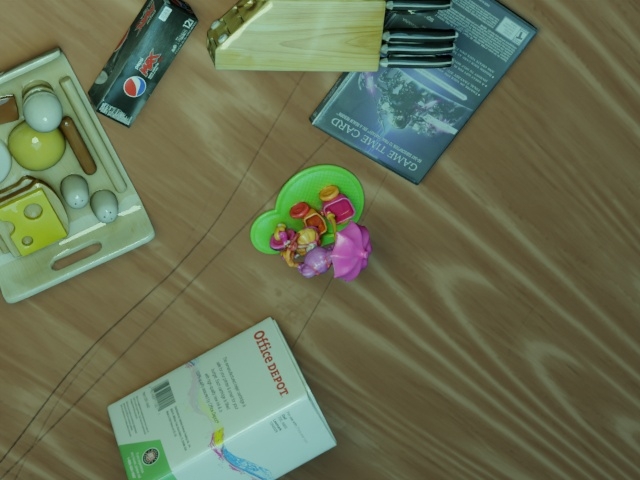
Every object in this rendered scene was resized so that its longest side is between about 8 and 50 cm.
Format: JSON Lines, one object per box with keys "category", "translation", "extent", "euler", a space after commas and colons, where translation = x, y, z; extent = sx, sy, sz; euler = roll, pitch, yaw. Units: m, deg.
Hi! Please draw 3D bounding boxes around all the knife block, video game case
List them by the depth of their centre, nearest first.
{"category": "knife block", "translation": [0.027, -0.257, 1.947], "extent": [0.276, 0.088, 0.242], "euler": [-41, 115, 8]}
{"category": "video game case", "translation": [0.140, -0.225, 2.063], "extent": [0.196, 0.026, 0.274], "euler": [28, 109, -30]}

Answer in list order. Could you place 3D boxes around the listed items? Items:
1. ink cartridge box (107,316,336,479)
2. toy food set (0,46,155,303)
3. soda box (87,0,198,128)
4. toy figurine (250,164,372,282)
{"category": "ink cartridge box", "translation": [-0.141, 0.262, 2.156], "extent": [0.278, 0.201, 0.117], "euler": [-29, 125, -1]}
{"category": "toy food set", "translation": [-0.368, -0.078, 1.939], "extent": [0.220, 0.092, 0.306], "euler": [-25, 124, -3]}
{"category": "soda box", "translation": [-0.224, -0.230, 1.915], "extent": [0.053, 0.060, 0.169], "euler": [26, 108, -31]}
{"category": "toy figurine", "translation": [0.000, 0.000, 2.070], "extent": [0.173, 0.159, 0.130], "euler": [-28, 125, 0]}
